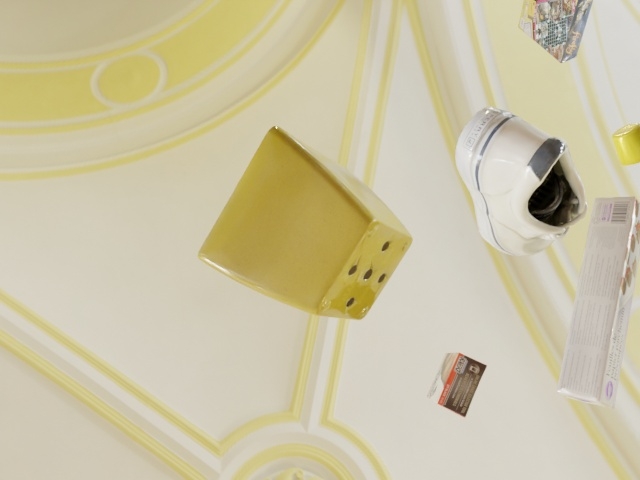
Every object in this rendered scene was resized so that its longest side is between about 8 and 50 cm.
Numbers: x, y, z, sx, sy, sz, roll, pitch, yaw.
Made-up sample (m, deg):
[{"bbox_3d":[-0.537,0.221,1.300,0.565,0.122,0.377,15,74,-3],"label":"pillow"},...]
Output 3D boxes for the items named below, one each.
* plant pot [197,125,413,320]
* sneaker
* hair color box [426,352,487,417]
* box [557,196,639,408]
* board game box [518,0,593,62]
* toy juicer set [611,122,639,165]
[{"bbox_3d":[0.000,0.000,0.772,0.187,0.212,0.212,36,-81,30],"label":"plant pot"},{"bbox_3d":[0.209,-0.031,0.539,0.091,0.258,0.094,41,-84,36],"label":"sneaker"},{"bbox_3d":[0.233,0.247,0.951,0.053,0.167,0.093,25,-100,8],"label":"hair color box"},{"bbox_3d":[0.440,0.089,0.847,0.067,0.063,0.324,1,-111,48],"label":"box"},{"bbox_3d":[0.500,-0.523,1.146,0.042,0.243,0.165,-21,-126,-8],"label":"board game box"},{"bbox_3d":[0.662,-0.179,0.911,0.209,0.329,0.089,-33,-77,8],"label":"toy juicer set"}]
